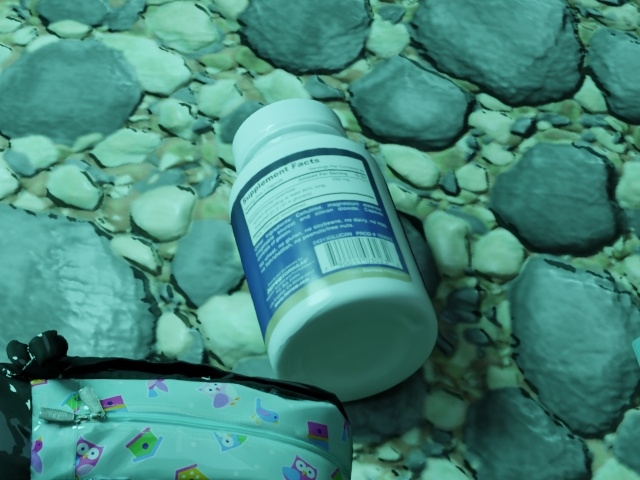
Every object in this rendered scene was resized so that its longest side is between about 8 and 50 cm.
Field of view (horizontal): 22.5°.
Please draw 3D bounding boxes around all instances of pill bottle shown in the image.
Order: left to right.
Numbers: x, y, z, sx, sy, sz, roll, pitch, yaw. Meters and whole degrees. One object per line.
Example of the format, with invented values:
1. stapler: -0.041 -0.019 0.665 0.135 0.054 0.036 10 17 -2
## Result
1. pill bottle: 0.000 0.000 0.912 0.094 0.094 0.169 -8 48 -12

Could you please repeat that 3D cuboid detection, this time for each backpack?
1. backpack: -0.074 0.123 0.772 0.182 0.152 0.115 5 62 -4

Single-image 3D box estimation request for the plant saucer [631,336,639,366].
1. plant saucer: 0.228 0.120 0.870 0.067 0.018 0.192 -4 46 -9
